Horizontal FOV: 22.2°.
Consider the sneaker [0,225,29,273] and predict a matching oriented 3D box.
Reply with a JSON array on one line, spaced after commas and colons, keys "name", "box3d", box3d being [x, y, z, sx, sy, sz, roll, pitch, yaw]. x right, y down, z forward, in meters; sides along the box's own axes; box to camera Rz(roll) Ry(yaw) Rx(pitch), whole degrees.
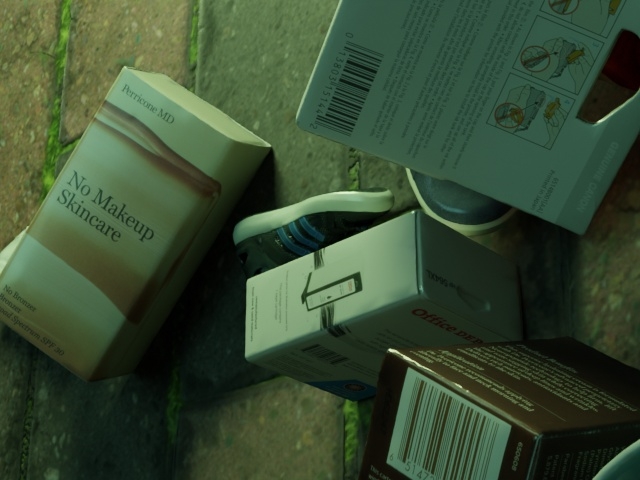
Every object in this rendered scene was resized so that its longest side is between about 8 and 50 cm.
[{"name": "sneaker", "box3d": [-0.307, 0.022, 1.884, 0.212, 0.080, 0.094, 12, 69, 49]}]

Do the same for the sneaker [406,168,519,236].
[{"name": "sneaker", "box3d": [0.136, -0.183, 1.437, 0.131, 0.148, 0.350, 2, 71, 9]}]

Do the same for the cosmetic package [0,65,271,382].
[{"name": "cosmetic package", "box3d": [-0.201, -0.016, 1.706, 0.153, 0.129, 0.296, 33, 98, 13]}]

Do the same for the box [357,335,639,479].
[{"name": "box", "box3d": [0.156, 0.179, 1.209, 0.168, 0.203, 0.167, 27, 111, 48]}]

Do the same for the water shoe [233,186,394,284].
[{"name": "water shoe", "box3d": [0.000, 0.000, 1.593, 0.203, 0.073, 0.080, -15, 84, 45]}]

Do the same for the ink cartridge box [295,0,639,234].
[{"name": "ink cartridge box", "box3d": [0.148, -0.173, 1.290, 0.066, 0.261, 0.296, -73, 5, -54]}]

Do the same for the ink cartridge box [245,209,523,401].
[{"name": "ink cartridge box", "box3d": [0.056, 0.063, 1.434, 0.203, 0.148, 0.086, -23, 55, 36]}]

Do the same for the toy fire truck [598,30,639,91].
[{"name": "toy fire truck", "box3d": [0.317, -0.220, 1.312, 0.246, 0.158, 0.217, 25, 90, 36]}]

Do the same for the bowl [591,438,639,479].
[{"name": "bowl", "box3d": [0.311, 0.265, 1.045, 0.311, 0.163, 0.312, -6, 81, 38]}]
